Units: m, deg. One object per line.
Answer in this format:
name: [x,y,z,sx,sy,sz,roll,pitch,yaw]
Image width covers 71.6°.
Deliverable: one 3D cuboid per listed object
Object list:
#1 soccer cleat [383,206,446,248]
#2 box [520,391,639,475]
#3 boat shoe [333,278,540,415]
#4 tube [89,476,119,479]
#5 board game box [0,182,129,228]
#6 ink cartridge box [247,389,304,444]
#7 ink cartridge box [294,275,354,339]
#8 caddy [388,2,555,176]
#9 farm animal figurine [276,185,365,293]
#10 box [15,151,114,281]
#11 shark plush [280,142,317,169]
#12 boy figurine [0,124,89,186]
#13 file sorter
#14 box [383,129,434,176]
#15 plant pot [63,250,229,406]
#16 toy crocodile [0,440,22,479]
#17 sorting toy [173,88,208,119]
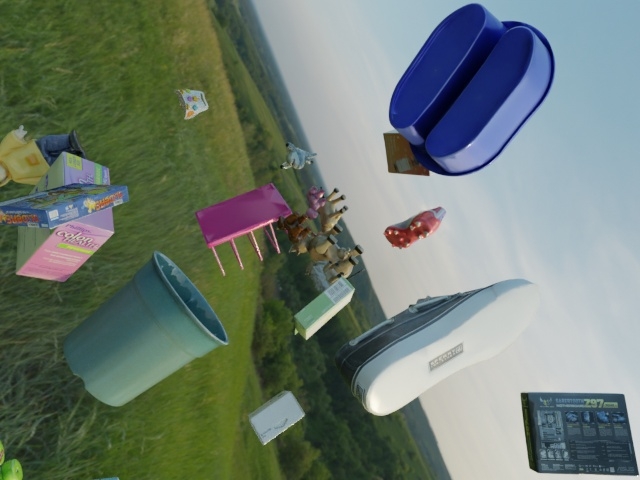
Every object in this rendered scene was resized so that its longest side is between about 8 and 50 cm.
soccer cleat: [0.270,-0.037,1.293,0.083,0.095,0.248,53,-21,-2]
box: [0.624,0.465,1.080,0.059,0.233,0.183,75,15,-73]
boat shoe: [0.160,0.118,0.597,0.102,0.301,0.108,40,-31,53]
tube: [-0.359,0.507,0.832,0.052,0.080,0.207,-91,162,-59]
board game box: [-0.493,-0.072,0.852,0.201,0.136,0.035,-48,140,-64]
ink cartridge box: [-0.148,0.569,1.443,0.093,0.154,0.212,57,-18,8]
ink cartridge box: [0.005,0.203,1.235,0.056,0.171,0.235,46,-18,17]
caddy: [0.307,-0.298,0.914,0.179,0.341,0.241,7,35,-53]
farm animal figurine: [0.000,0.000,1.440,0.326,0.172,0.330,54,37,4]
box: [-0.640,-0.054,1.108,0.117,0.243,0.213,21,40,-49]
shark plush: [-0.052,-0.219,1.227,0.073,0.067,0.161,-69,164,12]
boy figurine: [-0.805,-0.226,1.222,0.092,0.285,0.177,-129,-154,-48]
file sorter: [-0.251,-0.033,1.549,0.202,0.291,0.182,-126,-162,-47]
box: [0.285,-0.270,1.330,0.170,0.091,0.130,16,-56,52]
plant pot: [-0.498,0.262,1.262,0.341,0.334,0.341,52,-7,9]
toy crocodile: [-0.847,0.600,1.116,0.105,0.115,0.340,56,-29,39]
sorting toy: [-0.348,-0.384,1.218,0.045,0.075,0.083,-20,-88,49]
